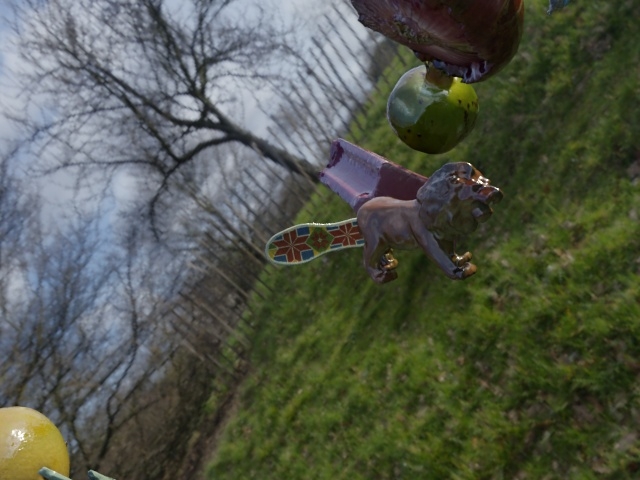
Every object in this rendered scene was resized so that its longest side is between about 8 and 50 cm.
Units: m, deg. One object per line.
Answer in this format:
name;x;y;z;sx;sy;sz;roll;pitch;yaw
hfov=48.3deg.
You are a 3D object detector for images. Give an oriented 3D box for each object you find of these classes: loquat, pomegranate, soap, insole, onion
loquat;-0.567;0.419;1.291;0.244;0.244;0.244;-49;-1;-1
pomegranate;0.230;-0.291;1.513;0.198;0.198;0.246;-49;-30;-1
soap;0.152;-0.107;1.569;0.128;0.232;0.359;-65;19;9
insole;0.000;0.000;1.191;0.193;0.065;0.006;-11;-2;-17
onion;0.143;-0.301;0.876;0.161;0.248;0.248;-65;4;-16

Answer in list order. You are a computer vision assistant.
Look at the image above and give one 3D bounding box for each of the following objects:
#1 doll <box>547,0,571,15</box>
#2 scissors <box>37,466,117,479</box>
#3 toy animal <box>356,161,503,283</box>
doll;0.437;-0.446;1.276;0.114;0.057;0.039;112;165;-50
scissors;-0.187;0.377;0.924;0.255;0.383;0.029;-15;44;41
toy animal;0.137;-0.023;1.023;0.097;0.158;0.312;-20;9;-38
